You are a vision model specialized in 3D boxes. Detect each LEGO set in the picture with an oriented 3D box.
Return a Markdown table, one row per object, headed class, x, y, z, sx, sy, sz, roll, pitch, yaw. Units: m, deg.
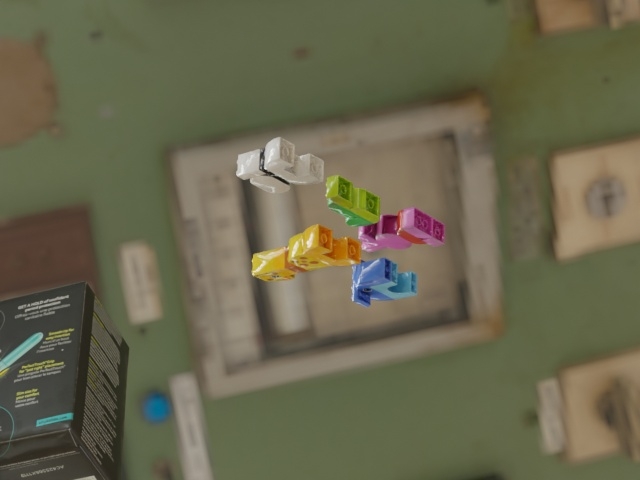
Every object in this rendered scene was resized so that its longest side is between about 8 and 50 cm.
| class | x | y | z | sx | sy | sz | roll | pitch | yaw |
| --- | --- | --- | --- | --- | --- | --- | --- | --- | --- |
| LEGO set | 0.000 | 0.000 | 1.645 | 0.093 | 0.227 | 0.087 | -14 | 64 | 35 |

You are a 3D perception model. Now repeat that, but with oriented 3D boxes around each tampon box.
| class | x | y | z | sx | sy | sz | roll | pitch | yaw |
| --- | --- | --- | --- | --- | --- | --- | --- | --- | --- |
| tampon box | -0.238 | 0.136 | 1.688 | 0.101 | 0.120 | 0.161 | 64 | -161 | -44 |
